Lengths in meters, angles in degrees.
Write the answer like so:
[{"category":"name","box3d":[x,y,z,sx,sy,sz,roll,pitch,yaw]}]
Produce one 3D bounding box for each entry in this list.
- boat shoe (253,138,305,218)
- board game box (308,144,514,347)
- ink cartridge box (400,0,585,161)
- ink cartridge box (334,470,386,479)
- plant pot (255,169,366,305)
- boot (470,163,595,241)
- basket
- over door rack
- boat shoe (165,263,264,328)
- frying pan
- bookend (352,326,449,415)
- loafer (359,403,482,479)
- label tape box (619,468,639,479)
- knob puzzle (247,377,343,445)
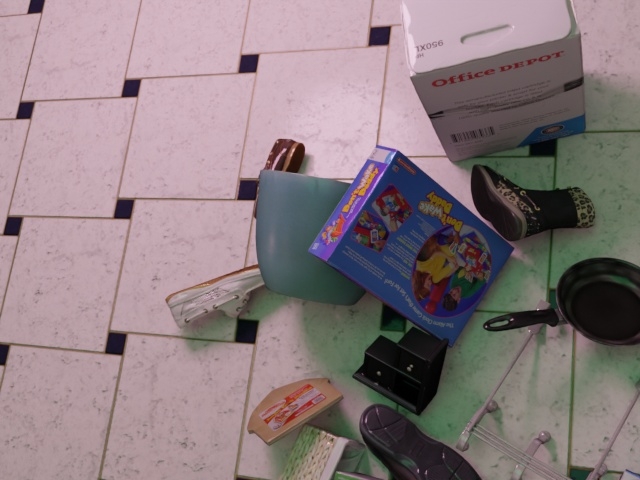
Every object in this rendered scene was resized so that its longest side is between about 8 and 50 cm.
[{"category":"boat shoe","box3d":[-0.105,-0.135,1.734,0.073,0.073,0.207,17,73,26]},{"category":"board game box","box3d":[0.178,0.017,1.438,0.233,0.347,0.078,-57,30,-4]},{"category":"ink cartridge box","box3d":[0.336,-0.320,1.447,0.285,0.395,0.166,-11,70,16]},{"category":"ink cartridge box","box3d":[0.064,0.540,1.413,0.086,0.153,0.208,9,76,23]},{"category":"plant pot","box3d":[0.000,0.000,1.542,0.293,0.293,0.235,12,91,23]},{"category":"boot","box3d":[0.411,-0.082,1.519,0.178,0.085,0.236,-6,34,-11]},{"category":"basket","box3d":[-0.004,0.447,1.491,0.103,0.113,0.167,22,81,28]},{"category":"over door rack","box3d":[0.429,0.306,1.390,0.239,0.108,0.324,28,70,25]},{"category":"boat shoe","box3d":[-0.197,0.121,1.680,0.277,0.098,0.096,-19,91,10]},{"category":"frying pan","box3d":[0.476,0.145,1.381,0.326,0.053,0.197,-30,54,-18]},{"category":"bookend","box3d":[0.151,0.228,1.473,0.156,0.157,0.072,27,44,25]},{"category":"loafer","box3d":[0.195,0.431,1.448,0.302,0.095,0.109,39,59,21]},{"category":"label tape box","box3d":[0.549,0.588,1.243,0.249,0.115,0.348,23,81,25]},{"category":"knob puzzle","box3d":[-0.059,0.336,1.533,0.213,0.213,0.030,-22,105,12]}]
